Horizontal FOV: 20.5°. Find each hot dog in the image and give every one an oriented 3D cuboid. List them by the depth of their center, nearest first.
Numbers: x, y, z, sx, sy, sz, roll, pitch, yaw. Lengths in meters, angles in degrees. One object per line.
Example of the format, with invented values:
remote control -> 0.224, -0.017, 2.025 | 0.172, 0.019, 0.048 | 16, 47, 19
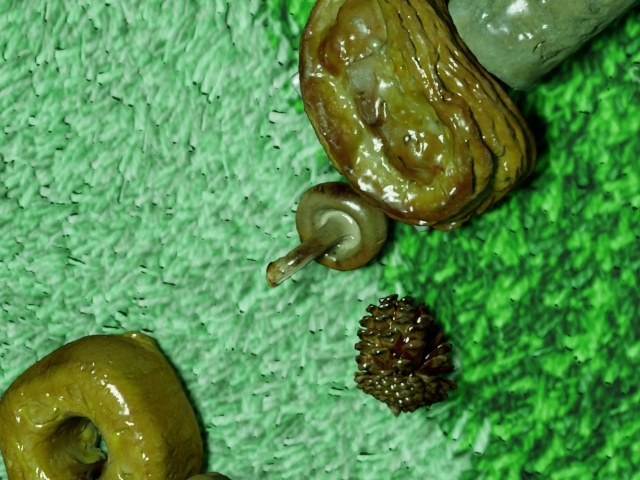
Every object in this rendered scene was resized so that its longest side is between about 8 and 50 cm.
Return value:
hot dog -> 0.071, -0.135, 1.567 | 0.175, 0.114, 0.259 | -43, 74, 40

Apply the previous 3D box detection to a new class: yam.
yam -> 0.211, -0.221, 1.489 | 0.194, 0.107, 0.107 | -37, 80, 29

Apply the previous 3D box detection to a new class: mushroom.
mushroom -> 0.000, -0.003, 1.661 | 0.129, 0.073, 0.088 | -32, 104, -1

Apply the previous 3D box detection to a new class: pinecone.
pinecone -> 0.072, 0.105, 1.631 | 0.102, 0.102, 0.109 | -31, 75, 30

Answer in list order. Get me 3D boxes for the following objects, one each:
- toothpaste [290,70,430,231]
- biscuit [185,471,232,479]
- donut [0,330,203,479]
toothpaste -> 0.044, -0.089, 1.648 | 0.057, 0.035, 0.197 | -37, 78, 15
biscuit -> -0.168, 0.368, 1.719 | 0.115, 0.268, 0.366 | 41, 119, 10
donut -> -0.227, 0.203, 1.812 | 0.226, 0.114, 0.226 | 6, 102, 27
